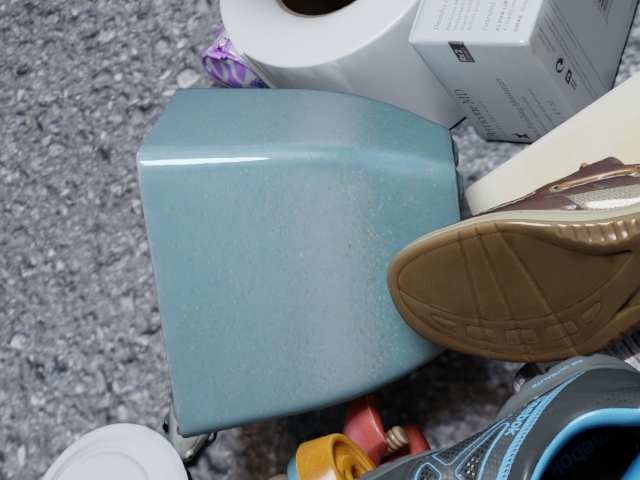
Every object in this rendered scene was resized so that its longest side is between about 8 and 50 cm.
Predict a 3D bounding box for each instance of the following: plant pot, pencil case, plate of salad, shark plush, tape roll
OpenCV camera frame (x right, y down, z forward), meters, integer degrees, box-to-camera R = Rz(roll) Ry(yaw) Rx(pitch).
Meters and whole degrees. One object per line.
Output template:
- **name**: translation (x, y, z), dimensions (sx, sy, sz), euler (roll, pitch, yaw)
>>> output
- **plant pot**: translation (0.000, 0.000, 1.285), dimensions (0.252, 0.247, 0.247), euler (-6, 18, 5)
- **pencil case**: translation (-0.061, -0.257, 1.607), dimensions (0.086, 0.088, 0.206), euler (7, 66, 37)
- **plate of salad**: translation (-0.198, 0.271, 1.404), dimensions (0.200, 0.048, 0.200), euler (-15, 59, 27)
- **shark plush**: translation (-0.127, 0.175, 1.436), dimensions (0.067, 0.073, 0.161), euler (-1, 82, 52)
- **tape roll**: translation (0.046, -0.229, 1.474), dimensions (0.246, 0.169, 0.246), euler (-15, 57, 24)

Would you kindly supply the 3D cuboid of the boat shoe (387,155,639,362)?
- **boat shoe**: translation (0.218, 0.000, 1.125), dimensions (0.342, 0.123, 0.123), euler (-16, 19, 28)

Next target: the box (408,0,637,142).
- **box**: translation (0.191, -0.207, 1.365), dimensions (0.119, 0.181, 0.182), euler (6, 67, 34)

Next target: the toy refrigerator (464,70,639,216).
- **toy refrigerator**: translation (0.266, -0.061, 1.255), dimensions (0.269, 0.102, 0.094), euler (-34, 51, 24)

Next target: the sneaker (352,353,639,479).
- **sneaker**: translation (0.103, 0.196, 1.032), dimensions (0.341, 0.125, 0.139), euler (-38, 6, -5)

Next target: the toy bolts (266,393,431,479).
- **toy bolts**: translation (0.002, 0.235, 1.225), dimensions (0.158, 0.218, 0.228), euler (-35, 32, 16)

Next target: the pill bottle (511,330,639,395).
- **pill bottle**: translation (0.242, 0.115, 1.180), dimensions (0.246, 0.130, 0.130), euler (-40, 50, 5)
